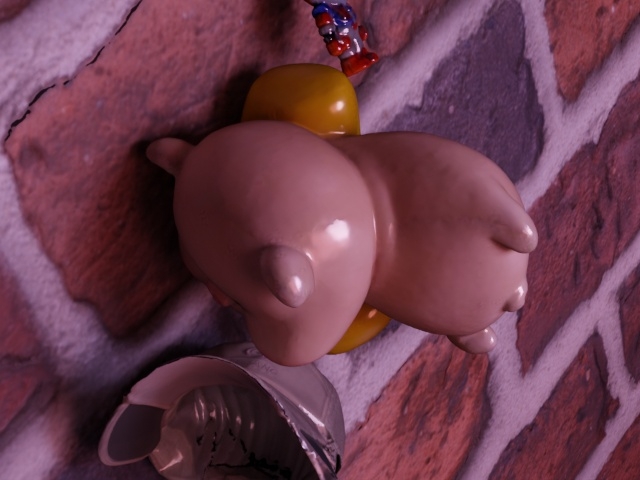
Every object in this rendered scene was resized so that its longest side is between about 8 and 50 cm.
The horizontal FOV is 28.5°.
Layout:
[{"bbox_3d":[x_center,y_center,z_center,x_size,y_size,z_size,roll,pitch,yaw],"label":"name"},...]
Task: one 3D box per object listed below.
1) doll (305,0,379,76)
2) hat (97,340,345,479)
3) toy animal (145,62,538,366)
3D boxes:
[{"bbox_3d":[-0.003,-0.249,1.191,0.104,0.062,0.195,-35,101,-46],"label":"doll"},{"bbox_3d":[-0.080,0.163,1.187,0.275,0.232,0.161,64,31,-63],"label":"hat"},{"bbox_3d":[-0.002,0.020,1.143,0.247,0.345,0.277,-27,140,-48],"label":"toy animal"}]
